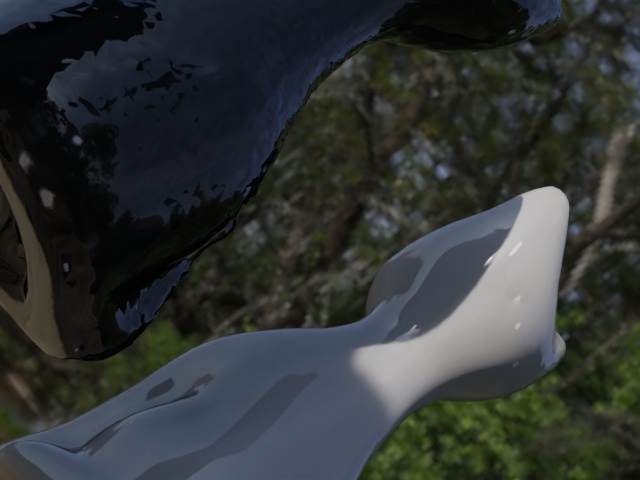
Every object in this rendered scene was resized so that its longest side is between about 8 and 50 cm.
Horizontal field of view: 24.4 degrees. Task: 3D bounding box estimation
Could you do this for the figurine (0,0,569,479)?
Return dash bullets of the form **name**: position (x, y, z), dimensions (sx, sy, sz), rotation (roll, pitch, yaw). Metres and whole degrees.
- **figurine**: position (0.000, 0.000, 0.424), dimensions (0.092, 0.209, 0.215), rotation (28, -43, 41)
